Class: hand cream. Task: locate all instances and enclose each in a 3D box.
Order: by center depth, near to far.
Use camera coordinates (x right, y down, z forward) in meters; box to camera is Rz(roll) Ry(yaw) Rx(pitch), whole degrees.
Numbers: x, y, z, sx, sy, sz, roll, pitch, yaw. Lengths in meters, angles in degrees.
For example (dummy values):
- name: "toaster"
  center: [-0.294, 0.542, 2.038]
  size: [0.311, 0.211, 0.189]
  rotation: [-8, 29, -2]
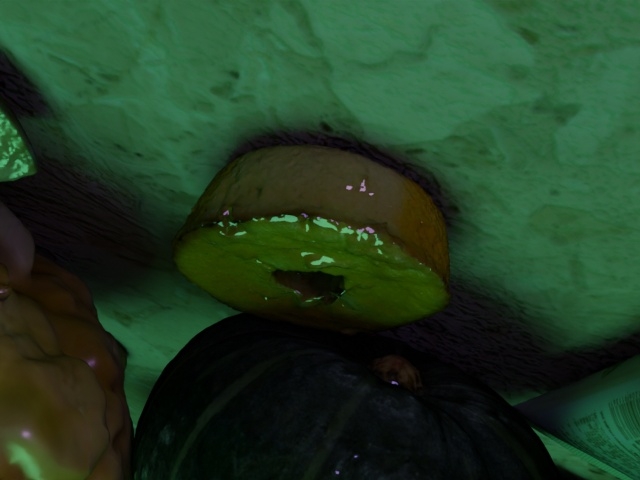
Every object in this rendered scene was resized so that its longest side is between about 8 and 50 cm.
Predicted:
- name: "hand cream"
  center: [0.230, 0.115, 0.744]
  size: [0.147, 0.093, 0.306]
  rotation: [29, 156, -1]

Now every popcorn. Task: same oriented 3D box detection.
- name: "popcorn"
  center: [-0.302, 0.145, 0.830]
  size: [0.354, 0.344, 0.390]
  rotation: [59, 172, 11]

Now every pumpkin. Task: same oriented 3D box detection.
- name: "pumpkin"
  center: [0.017, 0.173, 0.814]
  size: [0.300, 0.207, 0.300]
  rotation: [21, -175, -2]

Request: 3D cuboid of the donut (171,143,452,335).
- name: "donut"
  center: [0.000, 0.000, 0.710]
  size: [0.162, 0.065, 0.178]
  rotation: [27, 154, -28]

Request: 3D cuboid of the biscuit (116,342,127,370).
- name: "biscuit"
  center: [-0.354, 0.107, 1.190]
  size: [0.312, 0.057, 0.351]
  rotation: [33, 152, -30]

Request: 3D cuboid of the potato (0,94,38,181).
- name: "potato"
  center: [-0.242, -0.099, 0.700]
  size: [0.120, 0.081, 0.149]
  rotation: [-12, 135, -2]
